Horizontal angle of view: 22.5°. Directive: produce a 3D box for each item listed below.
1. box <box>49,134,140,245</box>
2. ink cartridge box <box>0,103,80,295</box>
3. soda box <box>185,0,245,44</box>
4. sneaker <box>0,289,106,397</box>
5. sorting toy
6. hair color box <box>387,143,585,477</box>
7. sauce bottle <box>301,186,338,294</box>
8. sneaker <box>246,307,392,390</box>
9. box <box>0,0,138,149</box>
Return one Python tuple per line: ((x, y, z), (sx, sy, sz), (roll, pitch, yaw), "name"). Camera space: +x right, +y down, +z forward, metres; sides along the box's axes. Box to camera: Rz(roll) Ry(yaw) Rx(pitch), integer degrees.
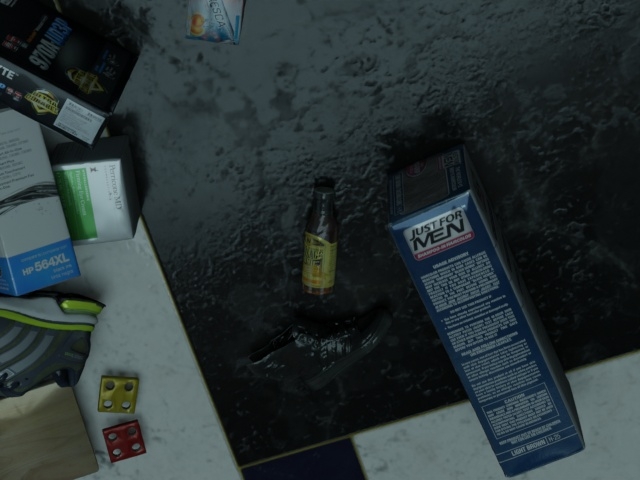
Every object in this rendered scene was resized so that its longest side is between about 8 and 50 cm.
((-0.259, -0.057, 1.851), (0.087, 0.102, 0.101), (-7, 109, 0), "box")
((-0.355, -0.049, 1.806), (0.086, 0.148, 0.203), (-18, 102, -27), "ink cartridge box")
((-0.108, -0.264, 1.728), (0.058, 0.183, 0.063), (7, 112, -2), "soda box")
((-0.375, 0.119, 1.831), (0.300, 0.111, 0.121), (3, 91, -42), "sneaker")
((-0.348, 0.237, 1.983), (0.274, 0.046, 0.132), (-18, 111, -7), "sorting toy")
((0.190, 0.080, 1.863), (0.105, 0.174, 0.347), (-22, 109, 10), "hair color box")
((0.000, 0.000, 1.905), (0.042, 0.042, 0.128), (2, 109, -1), "sauce bottle")
((-0.001, 0.120, 1.944), (0.170, 0.051, 0.089), (-41, 110, 18), "sneaker")
((-0.296, -0.191, 1.738), (0.175, 0.220, 0.051), (28, 111, -9), "box")
